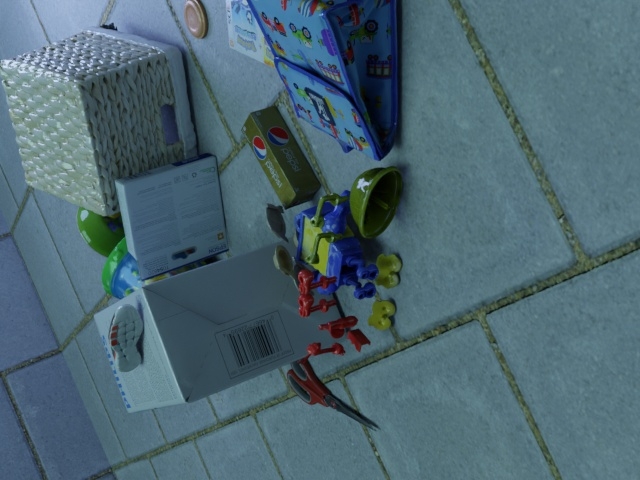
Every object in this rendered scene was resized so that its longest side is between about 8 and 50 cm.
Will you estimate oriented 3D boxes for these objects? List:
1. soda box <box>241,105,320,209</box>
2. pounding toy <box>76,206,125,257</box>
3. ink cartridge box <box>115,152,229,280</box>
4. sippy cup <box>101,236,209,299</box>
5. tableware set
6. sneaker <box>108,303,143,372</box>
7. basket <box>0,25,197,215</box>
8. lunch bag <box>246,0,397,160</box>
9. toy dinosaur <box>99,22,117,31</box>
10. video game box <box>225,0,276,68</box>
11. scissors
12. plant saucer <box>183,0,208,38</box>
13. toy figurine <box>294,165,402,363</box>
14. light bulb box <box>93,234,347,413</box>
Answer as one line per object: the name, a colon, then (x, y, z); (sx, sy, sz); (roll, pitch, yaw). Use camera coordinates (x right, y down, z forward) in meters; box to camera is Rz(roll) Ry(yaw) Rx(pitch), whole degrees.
soda box: (-0.073, -0.152, 1.743); (0.181, 0.058, 0.061); (60, 149, 14)
pounding toy: (-0.532, -0.079, 2.465); (0.110, 0.183, 0.237); (-35, 73, 34)
ink cartridge box: (-0.311, -0.051, 2.030); (0.045, 0.223, 0.224); (25, 128, 51)
sippy cup: (-0.346, 0.100, 2.207); (0.224, 0.240, 0.305); (42, 167, 22)
tableware set: (-0.052, 0.017, 1.711); (0.020, 0.141, 0.169); (-21, 59, 23)
sneaker: (-0.354, 0.164, 1.689); (0.065, 0.061, 0.158); (53, 145, 39)
basket: (-0.473, -0.257, 2.070); (0.331, 0.266, 0.328); (20, 127, 37)
lunch bag: (0.022, -0.269, 1.478); (0.221, 0.138, 0.293); (31, 146, 45)
toy dinosaur: (-0.466, -0.438, 2.207); (0.268, 0.064, 0.118); (-28, 90, 58)
video game box: (-0.096, -0.399, 1.636); (0.205, 0.048, 0.187); (33, 137, 46)
scissors: (0.020, 0.332, 1.943); (0.297, 0.021, 0.109); (37, 135, 41)
plant saucer: (-0.249, -0.440, 1.891); (0.083, 0.013, 0.083); (35, 136, 43)
toy figurine: (0.000, 0.000, 1.605); (0.217, 0.191, 0.362); (45, 142, 43)
light bulb box: (-0.205, 0.166, 1.860); (0.361, 0.358, 0.225); (-25, 84, 61)
